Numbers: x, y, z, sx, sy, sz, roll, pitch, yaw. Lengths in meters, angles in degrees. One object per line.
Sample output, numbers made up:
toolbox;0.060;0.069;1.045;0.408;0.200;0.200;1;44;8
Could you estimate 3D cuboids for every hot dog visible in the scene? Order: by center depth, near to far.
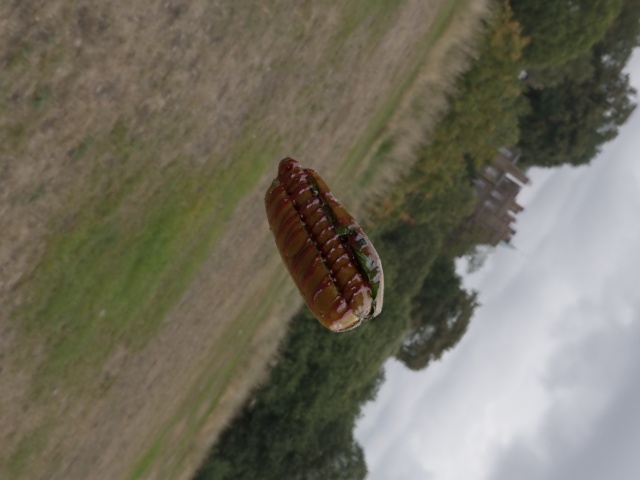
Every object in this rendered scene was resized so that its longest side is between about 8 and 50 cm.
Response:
hot dog;-0.001;-0.001;0.599;0.062;0.144;0.038;-27;150;1
